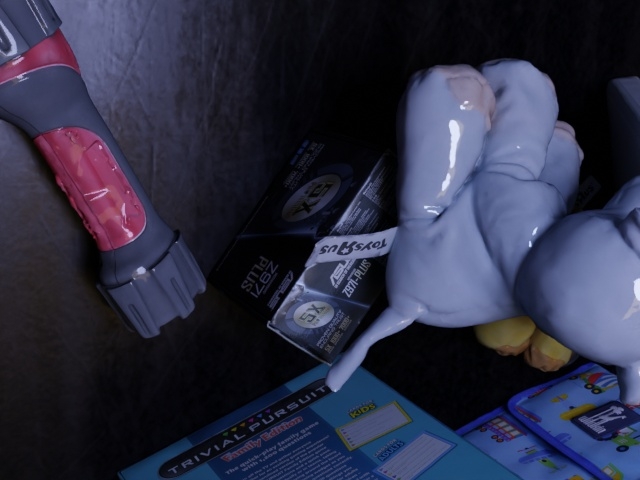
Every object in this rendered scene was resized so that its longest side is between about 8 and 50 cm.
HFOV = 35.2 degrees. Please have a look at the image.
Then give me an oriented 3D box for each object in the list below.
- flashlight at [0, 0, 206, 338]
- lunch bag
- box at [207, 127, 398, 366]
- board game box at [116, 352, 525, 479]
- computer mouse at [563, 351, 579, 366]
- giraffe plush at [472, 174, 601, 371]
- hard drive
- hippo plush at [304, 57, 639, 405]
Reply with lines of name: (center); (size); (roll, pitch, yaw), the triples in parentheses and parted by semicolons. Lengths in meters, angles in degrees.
flashlight: (-0.197, -0.058, 0.815); (0.103, 0.103, 0.304); (-34, 115, -17)
lunch bag: (0.275, 0.247, 1.063); (0.293, 0.221, 0.138); (-31, 114, -17)
box: (0.000, 0.000, 0.904); (0.077, 0.147, 0.180); (37, 86, -30)
board game box: (0.001, 0.235, 0.855); (0.254, 0.336, 0.079); (-26, 113, -19)
computer mouse: (0.244, 0.025, 1.102); (0.071, 0.041, 0.242); (-11, 103, -6)
giraffe plush: (0.246, 0.038, 0.995); (0.181, 0.170, 0.210); (24, 96, -12)
hard drive: (0.327, -0.031, 0.987); (0.040, 0.307, 0.203); (-7, 109, 10)
hippo plush: (0.171, -0.016, 0.766); (0.294, 0.237, 0.234); (-23, 114, -35)
